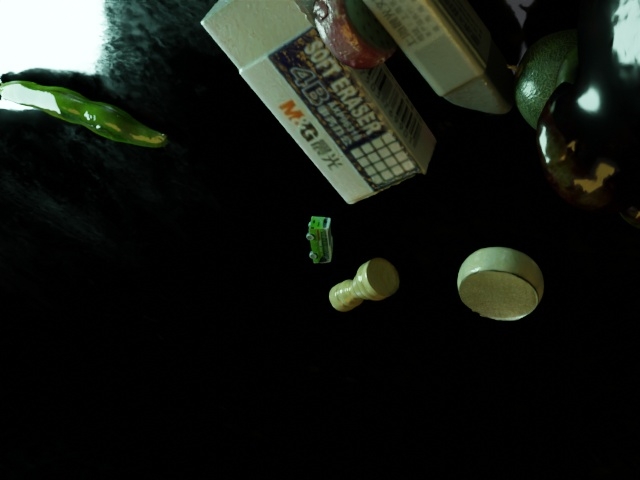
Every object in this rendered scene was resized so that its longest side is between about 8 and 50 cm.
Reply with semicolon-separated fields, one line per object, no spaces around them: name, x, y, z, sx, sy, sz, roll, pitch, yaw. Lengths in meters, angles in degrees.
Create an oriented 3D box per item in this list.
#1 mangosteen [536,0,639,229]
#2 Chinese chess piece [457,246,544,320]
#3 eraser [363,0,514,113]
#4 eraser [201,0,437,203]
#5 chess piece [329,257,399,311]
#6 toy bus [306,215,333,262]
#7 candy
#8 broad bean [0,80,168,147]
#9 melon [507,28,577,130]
mangosteen;0.295;-0.129;0.425;0.313;0.297;0.297;-20;127;17
Chinese chess piece;0.262;0.063;0.926;0.122;0.051;0.122;14;142;11
eraser;0.077;-0.259;0.620;0.061;0.089;0.352;-25;121;37
eraser;0.007;-0.181;0.743;0.130;0.086;0.287;-18;126;36
chess piece;0.067;0.078;1.026;0.066;0.066;0.122;34;144;-14
toy bus;0.000;0.000;0.992;0.037;0.031;0.083;2;137;9
candy;0.038;-0.229;0.661;0.043;0.103;0.103;-18;126;43
broad bean;-0.361;-0.193;0.934;0.297;0.043;0.060;20;152;5
melon;0.266;-0.150;0.636;0.167;0.114;0.114;17;140;2
